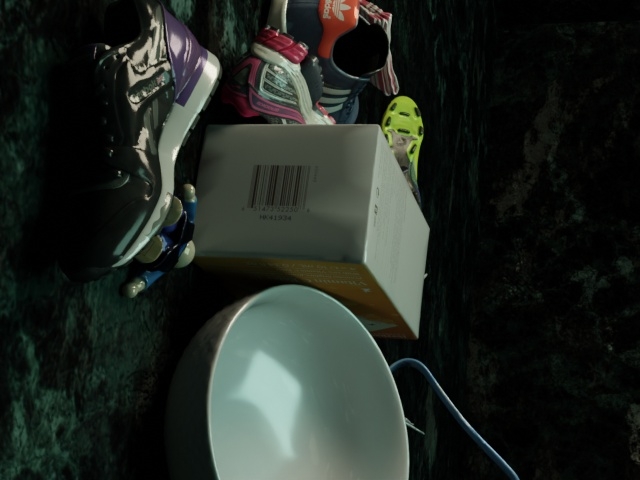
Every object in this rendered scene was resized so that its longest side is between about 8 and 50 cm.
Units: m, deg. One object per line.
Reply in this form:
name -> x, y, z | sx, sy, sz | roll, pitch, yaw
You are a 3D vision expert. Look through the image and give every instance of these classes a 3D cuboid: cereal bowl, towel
cereal bowl -> -0.052, 0.229, 1.151 | 0.339, 0.141, 0.338 | 25, 56, -43
towel -> 0.057, -0.325, 1.564 | 0.197, 0.029, 0.144 | 49, -20, 42

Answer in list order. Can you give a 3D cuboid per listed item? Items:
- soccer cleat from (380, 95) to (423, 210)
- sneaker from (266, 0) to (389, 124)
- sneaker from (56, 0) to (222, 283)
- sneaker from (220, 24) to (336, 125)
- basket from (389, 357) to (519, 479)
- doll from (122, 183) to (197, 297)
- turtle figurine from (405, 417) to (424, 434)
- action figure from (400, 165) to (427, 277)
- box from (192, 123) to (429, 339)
soccer cleat -> 0.155, -0.149, 2.064 | 0.121, 0.094, 0.289 | 150, -60, -73
sneaker -> 0.037, -0.252, 1.492 | 0.350, 0.148, 0.131 | 46, 48, -68
sneaker -> -0.188, -0.099, 0.879 | 0.124, 0.107, 0.283 | 49, 41, -38
sneaker -> -0.055, -0.146, 1.292 | 0.112, 0.121, 0.299 | -51, 152, -15
basket -> 0.093, 0.329, 1.365 | 0.289, 0.255, 0.201 | -33, 154, -18
doll -> -0.156, 0.001, 0.993 | 0.129, 0.046, 0.189 | -62, 177, -6
turtle figurine -> 0.064, 0.269, 1.586 | 0.234, 0.118, 0.175 | 58, -10, -9
action figure -> 0.106, 0.010, 1.746 | 0.099, 0.185, 0.285 | -27, 121, -31
box -> 0.000, 0.000, 1.275 | 0.345, 0.215, 0.168 | 51, 44, -65
